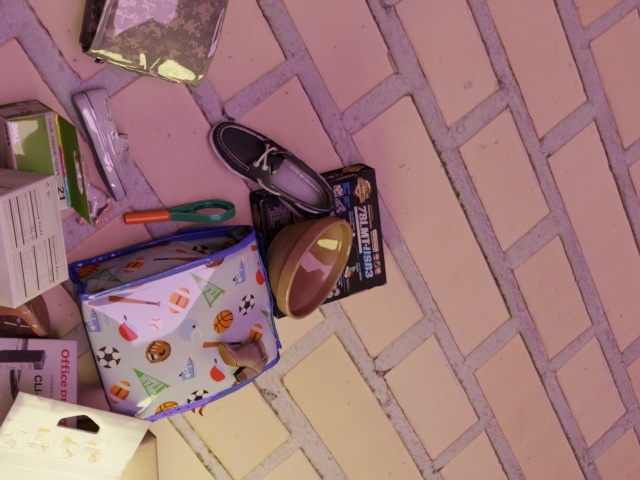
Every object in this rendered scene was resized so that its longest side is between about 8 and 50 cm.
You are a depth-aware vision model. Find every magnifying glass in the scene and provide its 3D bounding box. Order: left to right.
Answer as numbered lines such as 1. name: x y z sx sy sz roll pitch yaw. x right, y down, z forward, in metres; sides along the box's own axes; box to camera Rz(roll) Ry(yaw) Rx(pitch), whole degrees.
1. magnifying glass: -0.291 -0.056 1.979 0.231 0.092 0.026 -8 114 -16

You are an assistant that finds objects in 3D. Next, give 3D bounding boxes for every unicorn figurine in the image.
1. unicorn figurine: -0.471 -0.097 1.876 0.111 0.060 0.162 -52 140 -5

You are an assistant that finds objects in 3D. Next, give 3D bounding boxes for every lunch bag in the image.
1. lunch bag: -0.305 -0.445 1.775 0.235 0.169 0.286 13 96 -33
2. lunch bag: -0.286 0.162 1.964 0.386 0.239 0.327 -18 115 -15

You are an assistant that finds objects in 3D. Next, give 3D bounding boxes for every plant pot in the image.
1. plant pot: -0.041 0.042 2.026 0.237 0.110 0.237 -45 151 -34

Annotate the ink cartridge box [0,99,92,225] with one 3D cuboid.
1. ink cartridge box: -0.505 -0.136 1.715 0.097 0.255 0.188 -14 113 -27

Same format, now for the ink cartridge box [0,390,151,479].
1. ink cartridge box: -0.507 0.414 1.808 0.296 0.066 0.261 24 95 -40

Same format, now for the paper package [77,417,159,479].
1. paper package: -0.503 0.556 2.018 0.310 0.168 0.324 -9 111 -27

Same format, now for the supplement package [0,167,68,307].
1. supplement package: -0.604 -0.016 1.681 0.145 0.262 0.203 -37 131 -57

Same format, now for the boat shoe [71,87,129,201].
1. boat shoe: -0.408 -0.188 1.857 0.076 0.083 0.226 -25 117 -19

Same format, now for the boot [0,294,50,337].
1. boot: -0.654 0.145 1.834 0.207 0.090 0.248 -15 154 4

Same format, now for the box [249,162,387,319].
1. box: 0.000 0.000 2.165 0.293 0.073 0.295 -18 114 -24

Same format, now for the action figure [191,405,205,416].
1. action figure: -0.251 0.346 2.172 0.038 0.030 0.115 30 89 -29

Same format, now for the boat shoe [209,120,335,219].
1. boat shoe: -0.094 -0.155 2.000 0.303 0.091 0.114 32 73 -17

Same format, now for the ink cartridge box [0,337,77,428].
1. ink cartridge box: -0.617 0.291 1.845 0.273 0.114 0.196 6 75 -33

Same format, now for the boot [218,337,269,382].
1. boot: -0.152 0.228 1.926 0.087 0.042 0.118 -42 128 -31
